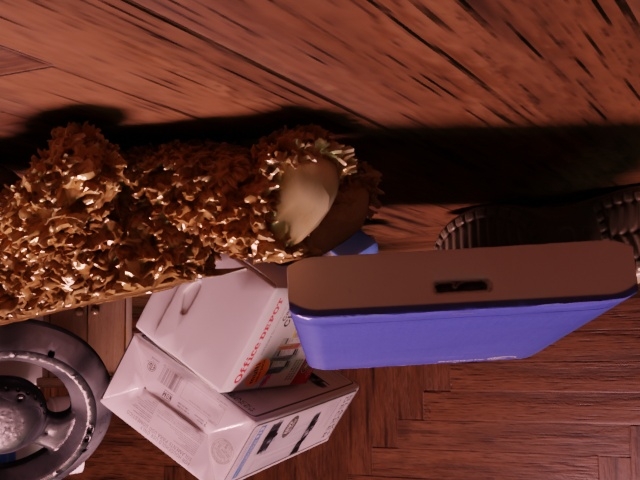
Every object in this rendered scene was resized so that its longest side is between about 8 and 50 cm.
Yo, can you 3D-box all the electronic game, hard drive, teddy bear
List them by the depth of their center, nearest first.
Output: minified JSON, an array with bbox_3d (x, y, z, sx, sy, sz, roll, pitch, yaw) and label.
[{"bbox_3d":[-0.126,-0.018,0.655,0.338,0.113,0.245,-13,175,30],"label":"teddy bear"},{"bbox_3d":[0.088,0.058,0.752,0.210,0.040,0.319,-3,167,1],"label":"hard drive"},{"bbox_3d":[-0.328,0.177,1.023,0.229,0.229,0.048,2,-152,-25],"label":"electronic game"}]

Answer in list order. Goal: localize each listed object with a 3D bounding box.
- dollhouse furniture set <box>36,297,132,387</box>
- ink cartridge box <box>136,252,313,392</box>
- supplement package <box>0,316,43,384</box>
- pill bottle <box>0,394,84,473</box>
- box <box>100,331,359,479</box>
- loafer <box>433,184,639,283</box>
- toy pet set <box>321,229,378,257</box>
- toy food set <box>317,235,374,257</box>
[{"bbox_3d":[-0.229,0.071,1.043,0.303,0.174,0.355,0,174,-12],"label":"dollhouse furniture set"},{"bbox_3d":[-0.075,0.071,1.046,0.127,0.128,0.176,34,-168,26],"label":"ink cartridge box"},{"bbox_3d":[-0.479,0.088,1.156,0.177,0.175,0.293,-4,173,23],"label":"supplement package"},{"bbox_3d":[-0.384,0.230,1.122,0.221,0.124,0.124,-3,175,-22],"label":"pill bottle"},{"bbox_3d":[-0.089,0.172,1.125,0.169,0.087,0.290,32,-168,19],"label":"box"},{"bbox_3d":[0.219,0.015,0.894,0.092,0.102,0.268,14,165,-43],"label":"loafer"},{"bbox_3d":[0.000,0.000,1.039,0.114,0.065,0.122,37,-166,36],"label":"toy pet set"},{"bbox_3d":[-0.005,0.007,1.173,0.122,0.019,0.078,-7,171,44],"label":"toy food set"}]
